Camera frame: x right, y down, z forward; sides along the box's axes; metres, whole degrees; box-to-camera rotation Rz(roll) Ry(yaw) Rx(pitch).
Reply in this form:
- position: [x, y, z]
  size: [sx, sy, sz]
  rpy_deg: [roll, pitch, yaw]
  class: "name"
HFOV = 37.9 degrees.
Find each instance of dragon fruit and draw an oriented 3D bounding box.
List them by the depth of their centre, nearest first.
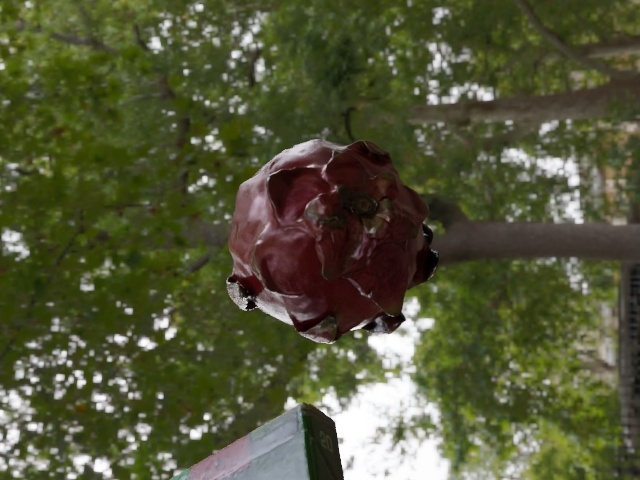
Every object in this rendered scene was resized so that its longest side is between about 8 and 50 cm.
- position: [0.000, 0.000, 0.596]
  size: [0.133, 0.166, 0.136]
  rpy_deg: [-46, -65, -3]
  class: "dragon fruit"

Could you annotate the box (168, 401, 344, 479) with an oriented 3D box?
- position: [-0.036, 0.203, 0.439]
  size: [0.034, 0.132, 0.235]
  rpy_deg: [41, -155, -36]
  class: "box"
